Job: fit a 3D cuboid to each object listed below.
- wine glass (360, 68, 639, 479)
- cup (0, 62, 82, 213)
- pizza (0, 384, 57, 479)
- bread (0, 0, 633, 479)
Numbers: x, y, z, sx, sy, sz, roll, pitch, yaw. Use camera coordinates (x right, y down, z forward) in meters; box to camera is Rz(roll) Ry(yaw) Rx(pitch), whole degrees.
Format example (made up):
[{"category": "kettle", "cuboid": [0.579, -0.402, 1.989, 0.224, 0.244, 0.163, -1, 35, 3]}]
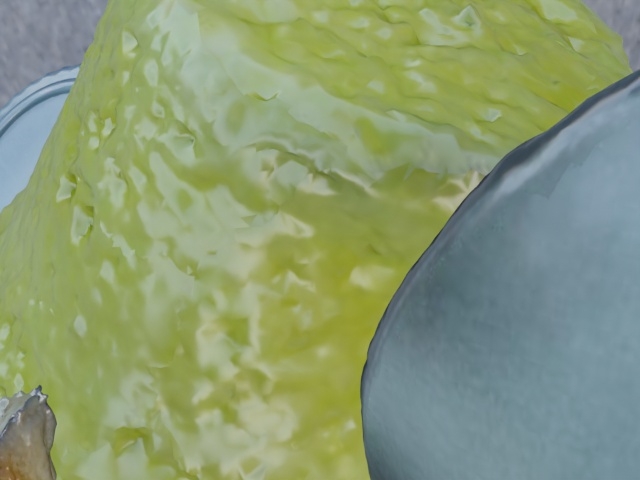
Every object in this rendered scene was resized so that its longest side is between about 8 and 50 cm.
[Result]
[{"category": "wine glass", "cuboid": [0.129, 0.184, 0.269, 0.267, 0.267, 0.406, 1, 45, 4]}, {"category": "cup", "cuboid": [-0.133, -0.009, 1.365, 0.257, 0.311, 0.331, -41, 56, 17]}, {"category": "pizza", "cuboid": [-0.145, 0.154, 0.683, 0.052, 0.185, 0.195, -7, 63, 27]}, {"category": "bread", "cuboid": [0.000, 0.000, 0.883, 0.348, 0.307, 0.348, 14, 38, -11]}]
